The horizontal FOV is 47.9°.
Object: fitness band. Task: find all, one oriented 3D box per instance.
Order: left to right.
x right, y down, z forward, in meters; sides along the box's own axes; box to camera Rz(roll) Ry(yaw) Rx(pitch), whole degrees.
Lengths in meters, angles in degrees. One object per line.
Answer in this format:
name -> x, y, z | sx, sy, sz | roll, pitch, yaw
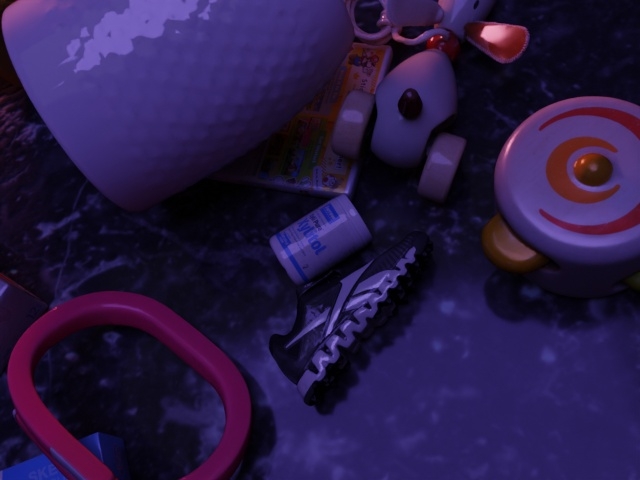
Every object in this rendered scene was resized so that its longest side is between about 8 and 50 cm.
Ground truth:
fitness band -> -0.211, 0.173, 0.803 | 0.291, 0.054, 0.209 | 35, 51, 22

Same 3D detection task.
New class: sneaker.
sneaker -> 0.028, 0.066, 0.817 | 0.106, 0.078, 0.234 | 38, 83, 22

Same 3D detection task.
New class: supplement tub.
supplement tub -> 0.000, 0.000, 0.855 | 0.107, 0.071, 0.071 | -33, 64, -1

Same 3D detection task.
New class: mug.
mug -> -0.149, -0.249, 0.882 | 0.328, 0.276, 0.374 | -29, 27, 4

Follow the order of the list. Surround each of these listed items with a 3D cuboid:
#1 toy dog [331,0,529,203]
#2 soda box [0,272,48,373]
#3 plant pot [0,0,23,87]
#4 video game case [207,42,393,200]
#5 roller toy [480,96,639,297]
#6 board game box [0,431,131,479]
toy dog -> 0.130, -0.217, 0.855 | 0.220, 0.161, 0.334 | 4, 70, -1
soda box -> -0.474, 0.167, 0.890 | 0.098, 0.091, 0.286 | 27, 76, 22
plant pot -> -0.418, -0.344, 1.040 | 0.187, 0.212, 0.212 | -22, 64, 19
video game case -> -0.028, -0.170, 0.960 | 0.206, 0.026, 0.227 | 10, 70, 18
roller toy -> 0.279, -0.047, 0.764 | 0.209, 0.146, 0.191 | 1, 68, 15
board game box -> -0.346, 0.381, 0.783 | 0.316, 0.064, 0.242 | -23, 64, 3
